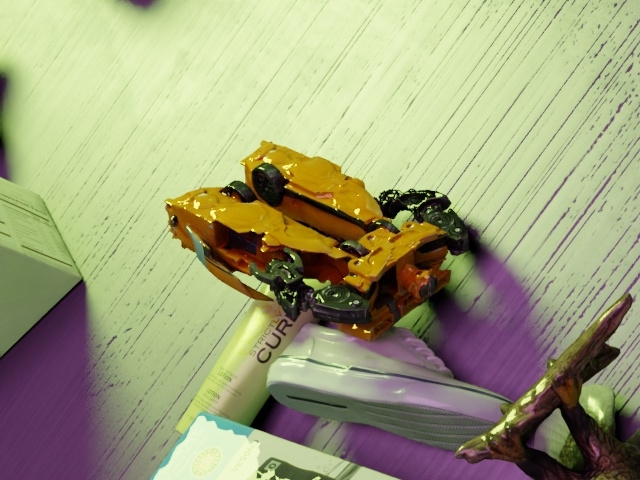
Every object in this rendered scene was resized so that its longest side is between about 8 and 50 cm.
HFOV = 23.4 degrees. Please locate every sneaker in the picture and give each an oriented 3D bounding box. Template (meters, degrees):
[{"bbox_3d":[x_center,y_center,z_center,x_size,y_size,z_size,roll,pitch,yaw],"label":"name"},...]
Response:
[{"bbox_3d":[0.072,0.123,1.418,0.258,0.094,0.091,11,62,28],"label":"sneaker"}]

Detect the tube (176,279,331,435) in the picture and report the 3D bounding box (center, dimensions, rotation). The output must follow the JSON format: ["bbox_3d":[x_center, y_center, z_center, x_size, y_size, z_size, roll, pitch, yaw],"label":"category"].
[{"bbox_3d":[-0.056,0.101,1.533,0.070,0.062,0.240,34,84,-5],"label":"tube"}]

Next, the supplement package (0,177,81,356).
[{"bbox_3d":[-0.442,0.050,1.717,0.262,0.204,0.145,-43,55,14],"label":"supplement package"}]

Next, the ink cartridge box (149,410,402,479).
[{"bbox_3d":[-0.031,0.304,1.348,0.307,0.129,0.223,14,53,36],"label":"ink cartridge box"}]

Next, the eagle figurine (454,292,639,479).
[{"bbox_3d":[0.255,0.233,1.225,0.298,0.225,0.226,46,147,7],"label":"eagle figurine"}]

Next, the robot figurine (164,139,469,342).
[{"bbox_3d":[0.000,0.000,1.477,0.211,0.085,0.291,-34,44,-32],"label":"robot figurine"}]
